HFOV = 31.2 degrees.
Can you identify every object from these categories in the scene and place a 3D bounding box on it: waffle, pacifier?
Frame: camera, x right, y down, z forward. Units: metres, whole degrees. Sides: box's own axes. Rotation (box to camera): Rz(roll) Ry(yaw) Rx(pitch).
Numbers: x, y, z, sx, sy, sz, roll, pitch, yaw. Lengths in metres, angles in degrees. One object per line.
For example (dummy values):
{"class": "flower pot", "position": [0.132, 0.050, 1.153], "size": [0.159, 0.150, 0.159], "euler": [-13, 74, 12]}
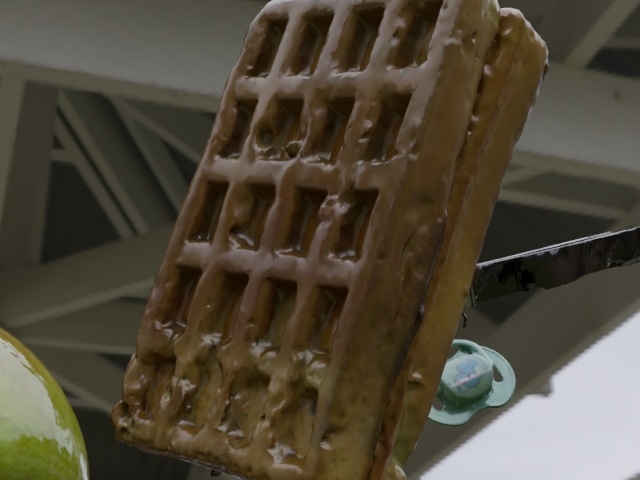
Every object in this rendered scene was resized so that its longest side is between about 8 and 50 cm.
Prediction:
{"class": "waffle", "position": [0.000, 0.000, 0.722], "size": [0.098, 0.328, 0.224], "euler": [30, -15, -39]}
{"class": "pacifier", "position": [0.194, 0.208, 1.607], "size": [0.150, 0.127, 0.117], "euler": [-28, -29, -19]}

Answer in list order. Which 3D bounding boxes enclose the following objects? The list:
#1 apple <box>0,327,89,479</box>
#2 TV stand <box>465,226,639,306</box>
{"class": "apple", "position": [-0.353, 0.208, 0.940], "size": [0.339, 0.340, 0.340], "euler": [-1, -28, 0]}
{"class": "TV stand", "position": [0.232, 0.019, 1.057], "size": [0.249, 0.036, 0.042], "euler": [-12, 0, -26]}
